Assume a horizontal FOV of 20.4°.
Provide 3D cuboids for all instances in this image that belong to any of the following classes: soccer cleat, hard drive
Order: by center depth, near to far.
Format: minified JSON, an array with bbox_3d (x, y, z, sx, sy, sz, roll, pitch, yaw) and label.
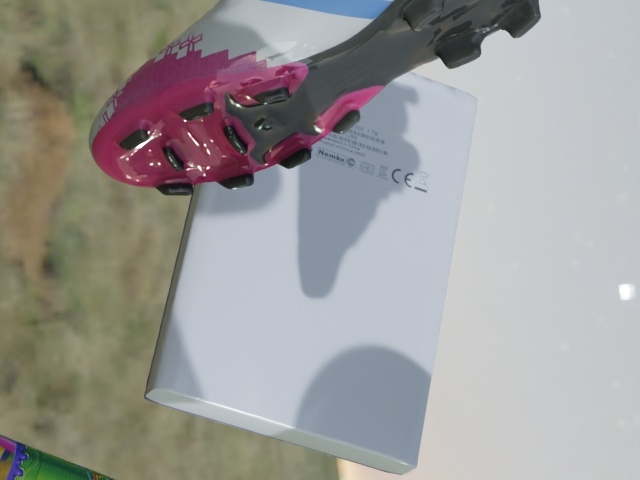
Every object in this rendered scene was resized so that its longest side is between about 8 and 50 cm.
[{"bbox_3d":[-0.007,-0.145,1.169,0.116,0.331,0.143,46,24,-53],"label":"soccer cleat"},{"bbox_3d":[0.000,0.000,1.373,0.040,0.210,0.319,138,-33,-61],"label":"hard drive"}]

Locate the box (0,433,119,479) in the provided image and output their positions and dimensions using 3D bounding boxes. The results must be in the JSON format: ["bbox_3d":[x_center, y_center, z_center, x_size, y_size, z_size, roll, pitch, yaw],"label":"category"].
[{"bbox_3d":[-0.303,0.248,1.114,0.177,0.279,0.290,139,-27,-70],"label":"box"}]
